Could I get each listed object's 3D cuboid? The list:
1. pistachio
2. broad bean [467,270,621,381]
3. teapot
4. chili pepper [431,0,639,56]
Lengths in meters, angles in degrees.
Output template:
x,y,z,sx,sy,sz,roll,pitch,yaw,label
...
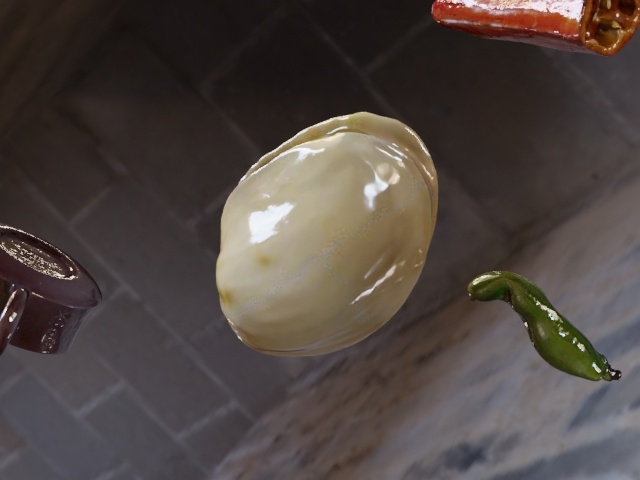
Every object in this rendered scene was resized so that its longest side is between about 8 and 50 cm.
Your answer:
x,y,z,sx,sy,sz,roll,pitch,yaw,label
0.000,0.000,1.731,0.238,0.229,0.321,32,112,-8,pistachio
0.273,0.107,1.796,0.214,0.048,0.070,37,120,4,broad bean
-0.130,0.025,0.628,0.068,0.100,0.045,27,104,-12,teapot
0.154,-0.175,1.136,0.169,0.088,0.065,8,112,42,chili pepper
